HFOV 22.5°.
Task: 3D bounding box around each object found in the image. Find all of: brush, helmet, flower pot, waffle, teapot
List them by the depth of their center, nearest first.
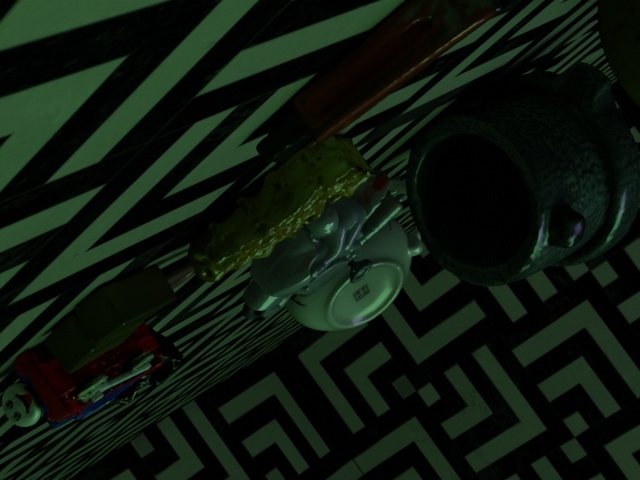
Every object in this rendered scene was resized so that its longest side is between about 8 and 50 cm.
[{"bbox_3d":[0.070,-0.156,1.314,0.323,0.051,0.070,-39,172,29],"label":"brush"},{"bbox_3d":[-0.048,-0.029,1.679,0.211,0.055,0.160,-37,174,10],"label":"waffle"},{"bbox_3d":[-0.181,0.061,1.684,0.103,0.047,0.233,-39,175,31],"label":"brush"},{"bbox_3d":[-0.239,0.158,2.066,0.123,0.070,0.098,-24,163,-33],"label":"helmet"},{"bbox_3d":[0.300,-0.099,2.203,0.283,0.299,0.299,-20,165,-42],"label":"flower pot"},{"bbox_3d":[0.048,0.027,2.421,0.300,0.166,0.208,-42,136,-13],"label":"teapot"}]

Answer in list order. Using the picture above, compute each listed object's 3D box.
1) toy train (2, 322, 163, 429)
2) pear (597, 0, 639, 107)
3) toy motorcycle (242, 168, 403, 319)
[{"bbox_3d":[-0.259,0.143,1.731,0.131,0.082,0.204,-36,175,29],"label":"toy train"},{"bbox_3d":[0.434,-0.250,1.731,0.283,0.283,0.283,-36,175,-4],"label":"pear"},{"bbox_3d":[0.000,0.000,2.066,0.260,0.110,0.171,-40,165,-18],"label":"toy motorcycle"}]
